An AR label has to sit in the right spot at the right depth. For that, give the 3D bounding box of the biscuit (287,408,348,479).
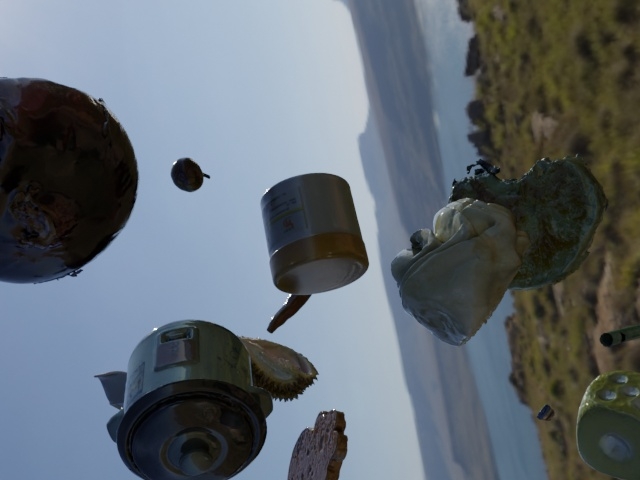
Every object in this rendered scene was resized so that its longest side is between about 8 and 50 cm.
[{"bbox_3d":[-0.006,0.474,1.647,0.202,0.044,0.289,-98,30,-50],"label":"biscuit"}]

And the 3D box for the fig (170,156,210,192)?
[{"bbox_3d":[-0.319,-0.162,1.875,0.098,0.084,0.082,-36,-42,-74],"label":"fig"}]

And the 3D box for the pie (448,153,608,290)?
[{"bbox_3d":[0.432,-0.040,1.644,0.078,0.371,0.297,3,-94,-46],"label":"pie"}]

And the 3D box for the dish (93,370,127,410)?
[{"bbox_3d":[-0.506,0.424,2.069,0.234,0.154,0.064,41,-129,-32],"label":"dish"}]

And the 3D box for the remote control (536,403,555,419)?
[{"bbox_3d":[0.594,0.454,2.021,0.027,0.043,0.152,45,-175,26],"label":"remote control"}]

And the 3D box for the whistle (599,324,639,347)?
[{"bbox_3d":[0.786,0.245,1.988,0.186,0.039,0.039,-3,-101,-42],"label":"whistle"}]

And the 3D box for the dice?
[{"bbox_3d":[0.642,0.383,1.600,0.169,0.169,0.166,-29,-59,-45],"label":"dice"}]

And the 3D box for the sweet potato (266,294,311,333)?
[{"bbox_3d":[-0.073,0.178,2.240,0.264,0.057,0.057,-52,-37,-32],"label":"sweet potato"}]

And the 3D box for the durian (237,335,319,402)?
[{"bbox_3d":[-0.130,0.364,2.116,0.183,0.249,0.138,3,-73,-82],"label":"durian"}]

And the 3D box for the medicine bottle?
[{"bbox_3d":[-0.019,-0.013,1.891,0.238,0.237,0.232,66,-170,-65],"label":"medicine bottle"}]

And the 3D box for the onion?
[{"bbox_3d":[-0.387,-0.069,1.041,0.232,0.314,0.314,46,163,39],"label":"onion"}]

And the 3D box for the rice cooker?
[{"bbox_3d":[-0.242,0.309,1.431,0.317,0.316,0.264,-92,-1,-58],"label":"rice cooker"}]

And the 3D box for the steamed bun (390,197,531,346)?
[{"bbox_3d":[0.260,0.035,1.449,0.289,0.203,0.276,-54,-8,-17],"label":"steamed bun"}]
